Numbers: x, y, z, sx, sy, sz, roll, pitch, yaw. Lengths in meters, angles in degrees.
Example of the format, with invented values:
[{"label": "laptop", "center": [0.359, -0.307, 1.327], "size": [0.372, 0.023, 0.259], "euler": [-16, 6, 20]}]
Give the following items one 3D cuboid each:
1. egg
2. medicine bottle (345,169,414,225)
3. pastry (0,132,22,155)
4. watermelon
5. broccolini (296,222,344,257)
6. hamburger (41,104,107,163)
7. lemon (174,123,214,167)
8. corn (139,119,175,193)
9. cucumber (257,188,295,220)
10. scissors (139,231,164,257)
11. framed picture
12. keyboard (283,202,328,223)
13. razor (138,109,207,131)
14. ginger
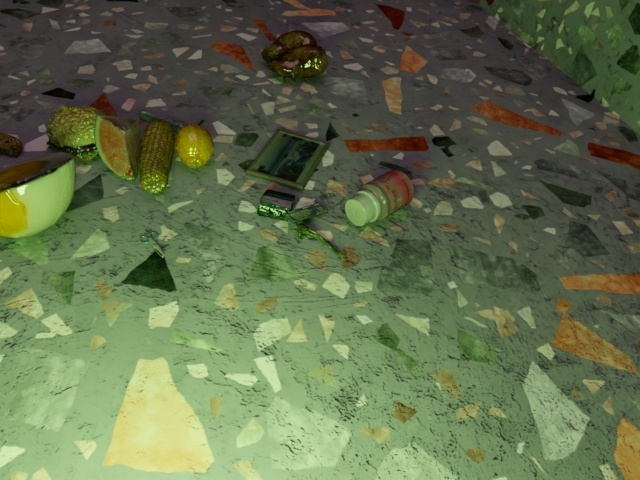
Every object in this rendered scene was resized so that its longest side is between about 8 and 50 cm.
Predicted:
[{"label": "egg", "center": [-0.880, -0.125, 1.509], "size": [0.337, 0.201, 0.337], "euler": [-9, 30, 5]}, {"label": "medicine bottle", "center": [0.205, -0.145, 1.750], "size": [0.247, 0.147, 0.147], "euler": [-31, 58, -33]}, {"label": "pastry", "center": [-1.132, -0.349, 1.785], "size": [0.140, 0.056, 0.080], "euler": [14, 57, 2]}, {"label": "watermelon", "center": [-0.699, -0.336, 1.789], "size": [0.128, 0.231, 0.146], "euler": [0, 17, 19]}, {"label": "broccolini", "center": [0.003, -0.003, 1.651], "size": [0.194, 0.054, 0.052], "euler": [29, 30, 15]}, {"label": "hamburger", "center": [-0.865, -0.407, 1.828], "size": [0.243, 0.139, 0.262], "euler": [23, 48, 13]}, {"label": "lemon", "center": [-0.462, -0.344, 1.832], "size": [0.142, 0.142, 0.187], "euler": [-5, 59, -14]}, {"label": "corn", "center": [-0.587, -0.308, 1.791], "size": [0.120, 0.120, 0.363], "euler": [0, 45, -10]}, {"label": "cucumber", "center": [-0.149, -0.133, 1.737], "size": [0.115, 0.062, 0.116], "euler": [15, 47, 0]}, {"label": "scissors", "center": [-0.517, 0.014, 1.565], "size": [0.058, 0.014, 0.119], "euler": [-28, 53, -30]}, {"label": "framed picture", "center": [-0.119, -0.321, 1.948], "size": [0.232, 0.024, 0.315], "euler": [17, 45, 9]}, {"label": "keyboard", "center": [-0.049, -0.095, 1.719], "size": [0.176, 0.014, 0.055], "euler": [-20, 54, -44]}, {"label": "razor", "center": [-0.600, -0.465, 1.997], "size": [0.277, 0.056, 0.111], "euler": [16, 47, 16]}, {"label": "ginger", "center": [-0.132, -0.891, 2.420], "size": [0.274, 0.152, 0.357], "euler": [-24, 51, -4]}]
